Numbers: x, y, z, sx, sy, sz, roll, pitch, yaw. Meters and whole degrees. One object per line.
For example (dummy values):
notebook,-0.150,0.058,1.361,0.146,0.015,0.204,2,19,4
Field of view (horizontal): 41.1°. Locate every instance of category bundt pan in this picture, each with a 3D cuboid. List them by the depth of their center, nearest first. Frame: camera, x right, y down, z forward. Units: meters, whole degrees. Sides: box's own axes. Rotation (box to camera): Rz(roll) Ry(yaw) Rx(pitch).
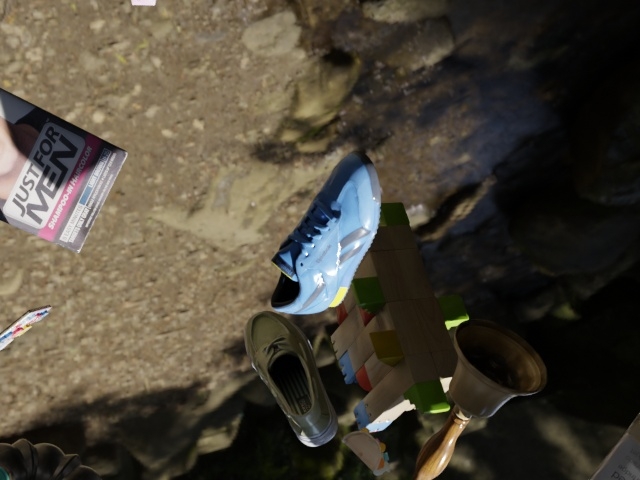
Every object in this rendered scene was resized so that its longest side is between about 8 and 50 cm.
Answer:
bundt pan,-0.500,0.471,1.471,0.331,0.331,0.124,9,120,-42

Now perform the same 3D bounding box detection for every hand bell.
hand bell,0.177,0.231,1.102,0.126,0.126,0.242,1,129,-34

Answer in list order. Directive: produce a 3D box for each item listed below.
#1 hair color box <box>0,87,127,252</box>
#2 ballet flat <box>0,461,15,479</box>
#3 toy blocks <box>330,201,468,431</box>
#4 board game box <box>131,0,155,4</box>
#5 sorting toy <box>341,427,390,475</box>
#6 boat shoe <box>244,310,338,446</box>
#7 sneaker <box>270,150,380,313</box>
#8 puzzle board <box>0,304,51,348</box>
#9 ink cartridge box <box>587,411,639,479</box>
hair color box,-0.476,-0.131,1.222,0.347,0.105,0.174,26,88,-29
ballet flat,-0.510,0.457,1.227,0.095,0.280,0.096,17,163,5
toy blocks,0.109,0.163,1.511,0.191,0.381,0.261,-4,151,-24
board game box,-0.133,-0.240,0.644,0.020,0.090,0.090,0,133,0
sorting toy,0.086,0.344,1.376,0.045,0.083,0.075,-45,139,-8
boat shoe,-0.055,0.213,1.466,0.109,0.302,0.094,-28,135,-8
sneaker,0.000,0.000,0.897,0.082,0.069,0.209,-8,135,-32
puzzle board,-0.419,0.125,1.168,0.096,0.011,0.128,-40,-178,-5
ink cartridge box,0.355,0.338,0.908,0.197,0.198,0.270,-11,133,-58
